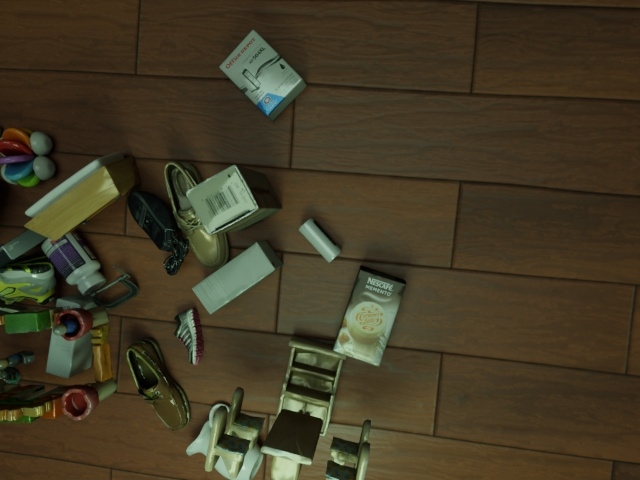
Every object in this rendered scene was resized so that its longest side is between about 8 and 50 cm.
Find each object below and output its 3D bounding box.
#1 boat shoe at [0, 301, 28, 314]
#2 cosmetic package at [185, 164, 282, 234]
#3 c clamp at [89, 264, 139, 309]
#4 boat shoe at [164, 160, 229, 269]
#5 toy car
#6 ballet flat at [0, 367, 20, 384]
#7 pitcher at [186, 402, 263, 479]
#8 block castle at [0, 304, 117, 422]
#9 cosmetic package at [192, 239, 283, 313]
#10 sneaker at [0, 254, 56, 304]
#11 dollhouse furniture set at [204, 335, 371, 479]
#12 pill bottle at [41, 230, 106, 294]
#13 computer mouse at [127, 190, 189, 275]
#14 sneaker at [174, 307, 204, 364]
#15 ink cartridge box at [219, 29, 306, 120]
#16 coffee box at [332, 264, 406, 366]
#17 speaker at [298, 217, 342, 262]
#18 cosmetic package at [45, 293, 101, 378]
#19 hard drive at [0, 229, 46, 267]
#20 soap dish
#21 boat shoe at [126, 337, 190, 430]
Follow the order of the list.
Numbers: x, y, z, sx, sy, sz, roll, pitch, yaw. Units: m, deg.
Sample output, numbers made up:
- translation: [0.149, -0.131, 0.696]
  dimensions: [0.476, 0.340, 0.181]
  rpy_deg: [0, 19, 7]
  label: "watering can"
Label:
- translation: [-1.038, 0.231, 1.557]
  dimensions: [0.206, 0.075, 0.064]
  rpy_deg: [12, 91, 2]
  label: "boat shoe"
- translation: [-0.221, -0.106, 1.326]
  dimensions: [0.153, 0.296, 0.129]
  rpy_deg: [-29, 90, 9]
  label: "cosmetic package"
- translation: [-0.635, 0.149, 1.492]
  dimensions: [0.161, 0.137, 0.022]
  rpy_deg: [-34, 44, 9]
  label: "c clamp"
- translation: [-0.377, -0.069, 1.440]
  dimensions: [0.122, 0.110, 0.341]
  rpy_deg: [-24, 90, 8]
  label: "boat shoe"
- translation: [-0.914, -0.255, 1.484]
  dimensions: [0.159, 0.136, 0.181]
  rpy_deg: [-5, 92, 7]
  label: "toy car"
- translation: [-1.068, 0.423, 1.575]
  dimensions: [0.189, 0.070, 0.070]
  rpy_deg: [12, 94, 7]
  label: "ballet flat"
- translation: [-0.270, 0.606, 1.466]
  dimensions: [0.207, 0.125, 0.177]
  rpy_deg: [21, 80, 17]
  label: "pitcher"
- translation: [-0.821, 0.338, 1.351]
  dimensions: [0.454, 0.213, 0.302]
  rpy_deg: [-3, 92, 10]
  label: "block castle"
- translation: [-0.237, 0.103, 1.424]
  dimensions: [0.238, 0.127, 0.107]
  rpy_deg: [-37, 89, 6]
  label: "cosmetic package"
- translation: [-1.006, 0.129, 1.517]
  dimensions: [0.385, 0.145, 0.147]
  rpy_deg: [3, 112, 15]
  label: "sneaker"
- translation: [-0.047, 0.437, 1.282]
  dimensions: [0.362, 0.394, 0.256]
  rpy_deg: [12, 94, 6]
  label: "dollhouse furniture set"
- translation: [-0.748, 0.068, 1.495]
  dimensions: [0.108, 0.108, 0.193]
  rpy_deg: [-39, 87, 7]
  label: "pill bottle"
- translation: [-0.473, -0.042, 1.458]
  dimensions: [0.272, 0.072, 0.188]
  rpy_deg: [52, 138, 9]
  label: "computer mouse"
- translation: [-0.405, 0.294, 1.488]
  dimensions: [0.075, 0.063, 0.170]
  rpy_deg: [-10, 87, 7]
  label: "sneaker"
- translation: [-0.165, -0.471, 1.405]
  dimensions: [0.203, 0.086, 0.148]
  rpy_deg: [45, 97, 2]
  label: "ink cartridge box"
- translation: [0.139, 0.211, 1.395]
  dimensions: [0.141, 0.098, 0.246]
  rpy_deg: [17, 95, 6]
  label: "coffee box"
- translation: [0.000, 0.000, 1.424]
  dimensions: [0.055, 0.055, 0.136]
  rpy_deg: [-43, 87, 7]
  label: "speaker"
- translation: [-0.758, 0.290, 1.504]
  dimensions: [0.086, 0.117, 0.231]
  rpy_deg: [12, 93, 7]
  label: "cosmetic package"
- translation: [-0.882, 0.011, 1.435]
  dimensions: [0.172, 0.254, 0.054]
  rpy_deg: [-28, 109, 18]
  label: "hard drive"
- translation: [-0.679, -0.131, 1.426]
  dimensions: [0.291, 0.229, 0.118]
  rpy_deg: [-34, 105, 8]
  label: "soap dish"
- translation: [-0.506, 0.450, 1.485]
  dimensions: [0.111, 0.104, 0.307]
  rpy_deg: [-30, 89, 8]
  label: "boat shoe"
